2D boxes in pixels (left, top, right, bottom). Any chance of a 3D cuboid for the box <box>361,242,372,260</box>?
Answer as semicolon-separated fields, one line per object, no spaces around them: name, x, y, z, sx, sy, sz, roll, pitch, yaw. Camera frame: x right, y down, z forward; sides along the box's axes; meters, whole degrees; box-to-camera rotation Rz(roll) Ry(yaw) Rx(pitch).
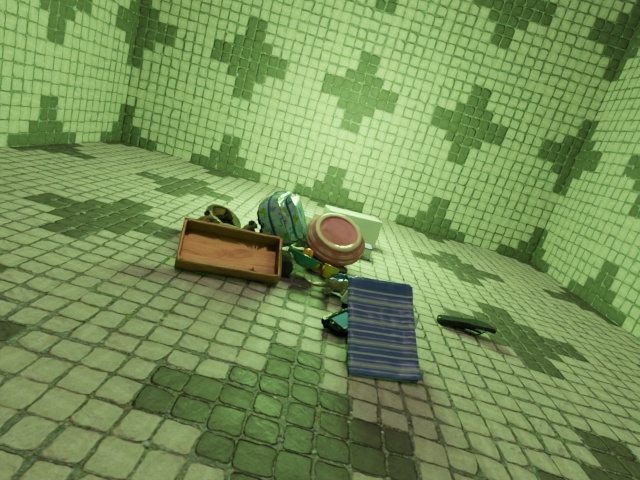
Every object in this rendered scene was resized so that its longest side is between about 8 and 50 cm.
box;0.239;0.053;2.478;0.126;0.072;0.137;16;16;-2

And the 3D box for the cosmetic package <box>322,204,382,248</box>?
cosmetic package;0.192;-0.086;2.681;0.365;0.197;0.155;13;15;-19

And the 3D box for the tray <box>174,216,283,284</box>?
tray;-0.364;0.048;1.683;0.411;0.076;0.203;12;54;-19

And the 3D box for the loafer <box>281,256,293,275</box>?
loafer;-0.269;0.081;1.835;0.302;0.109;0.095;21;-1;-8

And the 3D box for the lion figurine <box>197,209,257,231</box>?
lion figurine;-0.426;-0.042;1.937;0.392;0.142;0.240;21;-12;13

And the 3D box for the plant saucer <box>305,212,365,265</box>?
plant saucer;0.084;-0.023;2.136;0.332;0.084;0.332;11;49;-13

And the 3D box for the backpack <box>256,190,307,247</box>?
backpack;-0.179;-0.097;1.965;0.273;0.290;0.355;-8;5;22

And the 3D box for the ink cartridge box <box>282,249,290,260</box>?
ink cartridge box;-0.175;0.074;2.053;0.048;0.028;0.083;12;16;-16

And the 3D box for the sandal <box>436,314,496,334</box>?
sandal;0.643;0.379;1.831;0.254;0.054;0.097;10;7;10

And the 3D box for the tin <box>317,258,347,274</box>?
tin;0.056;0.131;2.087;0.106;0.040;0.189;8;18;-41

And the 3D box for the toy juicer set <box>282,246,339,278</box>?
toy juicer set;-0.065;0.082;1.923;0.329;0.089;0.209;25;-3;5

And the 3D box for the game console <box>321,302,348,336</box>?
game console;0.144;0.299;1.582;0.213;0.044;0.361;26;18;30

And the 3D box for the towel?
towel;0.205;0.279;1.346;0.243;0.040;0.336;11;56;-13

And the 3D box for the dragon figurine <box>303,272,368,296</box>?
dragon figurine;0.074;0.189;1.771;0.289;0.085;0.144;4;3;20

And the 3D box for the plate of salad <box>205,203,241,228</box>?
plate of salad;-0.496;-0.101;2.087;0.199;0.200;0.048;19;50;7

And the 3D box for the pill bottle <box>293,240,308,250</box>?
pill bottle;0.000;0.000;2.249;0.278;0.162;0.162;13;16;-12

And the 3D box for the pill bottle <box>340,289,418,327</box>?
pill bottle;0.203;0.257;1.474;0.264;0.146;0.146;37;18;5
